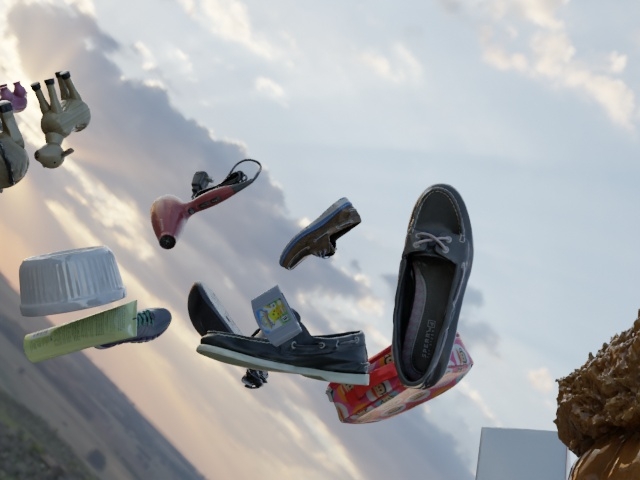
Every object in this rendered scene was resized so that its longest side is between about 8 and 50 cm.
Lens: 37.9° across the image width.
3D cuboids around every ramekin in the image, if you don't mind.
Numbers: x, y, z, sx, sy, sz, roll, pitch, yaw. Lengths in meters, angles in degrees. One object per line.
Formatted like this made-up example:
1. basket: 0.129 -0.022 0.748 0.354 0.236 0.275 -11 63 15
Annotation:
1. ramekin: -0.494 0.076 1.840 0.207 0.207 0.109 -177 -103 -69

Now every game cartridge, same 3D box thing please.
1. game cartridge: -0.069 0.115 1.407 0.083 0.056 0.017 61 10 19

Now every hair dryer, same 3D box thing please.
1. hair dryer: -0.277 -0.087 2.032 0.224 0.293 0.080 -11 -55 44

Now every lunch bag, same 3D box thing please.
1. lunch bag: 0.164 0.300 2.025 0.258 0.293 0.120 8 52 -55

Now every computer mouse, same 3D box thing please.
1. computer mouse: -0.217 0.214 2.051 0.272 0.072 0.188 55 2 -1

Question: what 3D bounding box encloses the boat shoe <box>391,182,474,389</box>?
1. boat shoe: 0.176 0.073 1.477 0.112 0.335 0.095 7 0 16

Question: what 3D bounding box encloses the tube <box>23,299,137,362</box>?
1. tube: -0.481 0.190 1.890 0.062 0.240 0.070 -15 87 -81

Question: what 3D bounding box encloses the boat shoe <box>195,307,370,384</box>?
1. boat shoe: -0.050 0.169 1.563 0.340 0.113 0.127 15 -10 -31

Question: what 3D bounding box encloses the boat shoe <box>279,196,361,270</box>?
1. boat shoe: 0.000 0.000 1.775 0.066 0.183 0.066 49 11 19

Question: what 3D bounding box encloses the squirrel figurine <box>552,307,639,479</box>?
1. squirrel figurine: 0.420 0.232 1.049 0.370 0.281 0.397 97 -17 -54

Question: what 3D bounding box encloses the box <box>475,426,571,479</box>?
1. box: 0.376 0.554 1.743 0.168 0.345 0.215 0 -42 18

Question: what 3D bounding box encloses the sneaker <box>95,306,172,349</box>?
1. sneaker: -0.449 0.205 2.275 0.098 0.224 0.083 -44 -110 49

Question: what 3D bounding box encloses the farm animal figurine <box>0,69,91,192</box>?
1. farm animal figurine: -0.555 -0.162 1.617 0.327 0.330 0.172 -135 -152 -67
